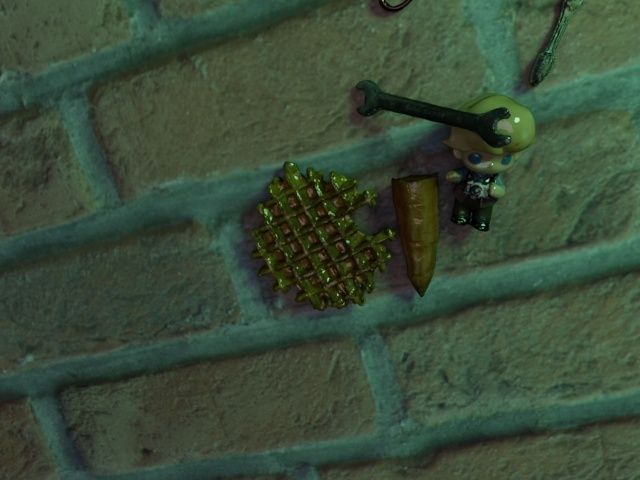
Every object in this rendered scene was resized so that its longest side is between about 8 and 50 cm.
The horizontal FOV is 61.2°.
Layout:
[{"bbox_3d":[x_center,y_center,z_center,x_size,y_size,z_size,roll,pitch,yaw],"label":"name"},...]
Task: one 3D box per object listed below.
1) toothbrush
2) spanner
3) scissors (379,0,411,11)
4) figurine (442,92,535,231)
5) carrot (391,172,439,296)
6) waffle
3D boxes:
[{"bbox_3d":[0.353,-0.350,0.726,0.026,0.028,0.294,22,103,2],"label":"toothbrush"},{"bbox_3d":[0.147,-0.178,0.747,0.254,0.015,0.054,25,113,35],"label":"spanner"},{"bbox_3d":[0.156,-0.444,0.738,0.248,0.017,0.144,-34,98,16],"label":"scissors"},{"bbox_3d":[0.231,-0.110,0.775,0.114,0.108,0.196,21,115,21],"label":"figurine"},{"bbox_3d":[0.149,-0.004,0.840,0.072,0.072,0.205,-2,110,10],"label":"carrot"},{"bbox_3d":[0.000,0.000,0.871,0.229,0.051,0.231,21,109,3],"label":"waffle"}]
